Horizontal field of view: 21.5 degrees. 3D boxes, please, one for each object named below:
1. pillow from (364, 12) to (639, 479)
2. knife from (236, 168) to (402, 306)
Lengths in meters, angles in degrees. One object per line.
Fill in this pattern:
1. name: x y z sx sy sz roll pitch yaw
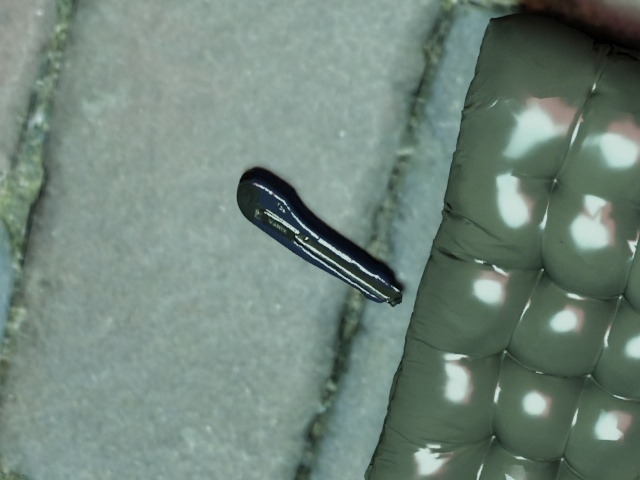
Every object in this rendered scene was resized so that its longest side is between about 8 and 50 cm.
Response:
1. pillow: 0.162 0.053 0.938 0.228 0.101 0.326 19 115 9
2. knife: 0.000 0.000 1.006 0.121 0.018 0.031 34 120 -2
